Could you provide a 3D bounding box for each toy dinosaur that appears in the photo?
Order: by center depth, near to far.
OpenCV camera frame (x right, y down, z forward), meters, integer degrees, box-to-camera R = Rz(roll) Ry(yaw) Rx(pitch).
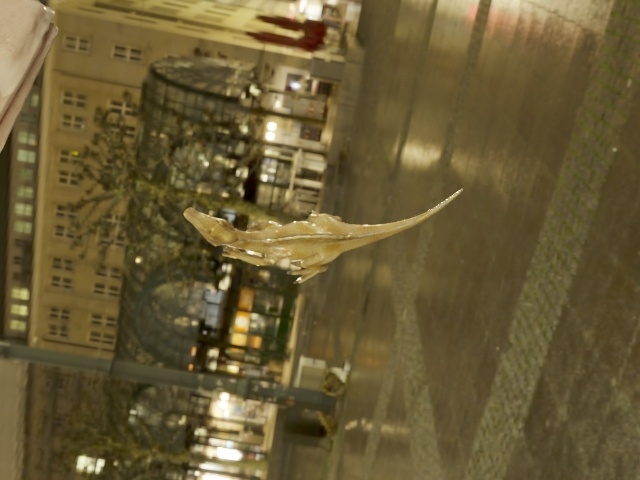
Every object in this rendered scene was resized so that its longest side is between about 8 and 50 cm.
[{"bbox_3d":[0.000,0.000,0.545,0.092,0.183,0.053,155,111,-77],"label":"toy dinosaur"}]

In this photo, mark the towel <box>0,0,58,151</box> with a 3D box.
[{"bbox_3d":[-0.310,-0.032,0.280,0.053,0.332,0.316,-3,64,61],"label":"towel"}]
